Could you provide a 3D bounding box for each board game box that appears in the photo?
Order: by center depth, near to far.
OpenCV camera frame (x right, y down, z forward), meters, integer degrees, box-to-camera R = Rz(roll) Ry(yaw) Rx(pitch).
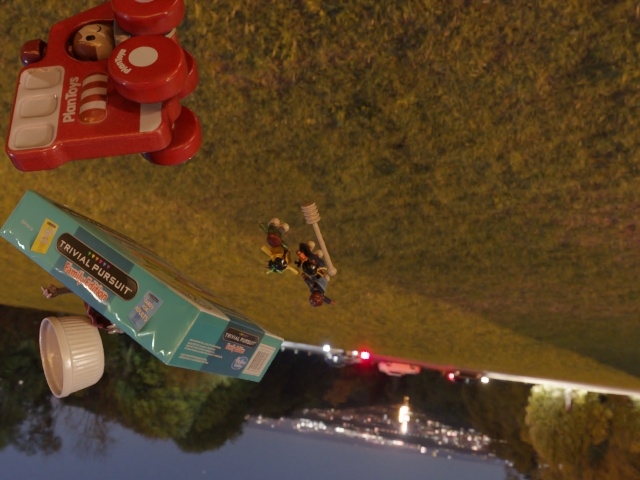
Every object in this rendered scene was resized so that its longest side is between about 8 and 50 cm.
[{"bbox_3d":[-0.243,0.069,0.875,0.336,0.079,0.254,30,175,25],"label":"board game box"}]

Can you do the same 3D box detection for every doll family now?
[{"bbox_3d":[-0.040,0.043,1.093,0.192,0.076,0.111,32,-165,-10],"label":"doll family"}]

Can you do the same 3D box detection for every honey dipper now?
[{"bbox_3d":[0.000,0.000,1.224,0.030,0.161,0.030,-17,-160,6],"label":"honey dipper"}]

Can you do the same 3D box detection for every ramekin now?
[{"bbox_3d":[-0.645,0.294,1.604,0.109,0.207,0.207,-8,176,-38],"label":"ramekin"}]

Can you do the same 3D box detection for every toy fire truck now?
[{"bbox_3d":[-0.311,-0.240,0.889,0.253,0.302,0.169,-7,149,-5],"label":"toy fire truck"}]

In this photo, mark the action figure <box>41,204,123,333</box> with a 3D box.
[{"bbox_3d":[-0.590,0.061,1.671,0.275,0.248,0.370,7,-154,-36],"label":"action figure"}]
